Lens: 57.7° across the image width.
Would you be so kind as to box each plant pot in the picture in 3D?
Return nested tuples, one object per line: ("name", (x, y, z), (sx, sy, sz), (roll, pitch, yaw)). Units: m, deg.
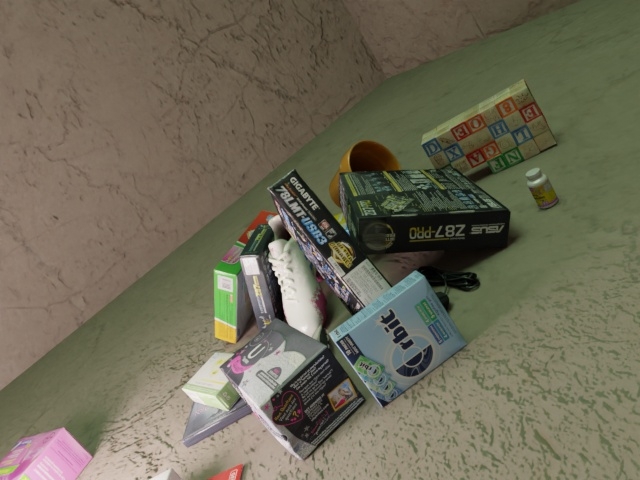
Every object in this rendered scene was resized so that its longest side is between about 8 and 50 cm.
("plant pot", (0.128, -0.190, 1.873), (0.205, 0.205, 0.188), (-48, 8, -36))

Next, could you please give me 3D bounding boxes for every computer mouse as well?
("computer mouse", (0.176, 0.129, 1.170), (0.262, 0.060, 0.184), (-40, 20, -19))

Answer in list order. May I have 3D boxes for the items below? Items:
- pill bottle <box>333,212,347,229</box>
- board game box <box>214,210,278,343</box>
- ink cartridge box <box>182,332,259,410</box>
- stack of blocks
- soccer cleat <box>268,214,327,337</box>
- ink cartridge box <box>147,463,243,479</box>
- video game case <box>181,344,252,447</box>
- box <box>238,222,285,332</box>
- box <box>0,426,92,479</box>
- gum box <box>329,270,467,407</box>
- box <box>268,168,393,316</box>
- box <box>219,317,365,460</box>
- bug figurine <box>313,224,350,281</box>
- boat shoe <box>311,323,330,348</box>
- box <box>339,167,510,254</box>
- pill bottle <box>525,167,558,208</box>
("pill bottle", (0.047, -0.013, 1.657), (0.209, 0.117, 0.117), (-20, 23, 37))
("board game box", (-0.201, 0.096, 1.642), (0.064, 0.242, 0.316), (15, 35, 12))
("ink cartridge box", (-0.191, 0.281, 1.350), (0.171, 0.056, 0.235), (-10, 32, 53))
("stack of blocks", (0.441, -0.269, 1.542), (0.297, 0.171, 0.087), (-26, 20, 25))
("soccer cleat", (-0.074, 0.081, 1.416), (0.116, 0.143, 0.331), (-30, 49, 25))
("ink cartridge box", (-0.275, 0.511, 0.972), (0.261, 0.066, 0.296), (-30, 19, 15))
("video game case", (-0.214, 0.342, 1.359), (0.196, 0.026, 0.274), (-31, 18, 10))
("box", (-0.136, 0.095, 1.517), (0.059, 0.232, 0.183), (-4, 27, 14))
("box", (-0.733, 0.606, 1.435), (0.214, 0.117, 0.243), (-22, 22, 33))
("gum box", (0.134, 0.168, 0.989), (0.184, 0.156, 0.041), (-35, 19, -4))
("box", (0.022, 0.028, 1.157), (0.073, 0.293, 0.295), (-36, -11, -6))
("box", (-0.064, 0.268, 1.099), (0.163, 0.142, 0.247), (-40, 19, -17))
("bug figurine", (0.000, 0.000, 1.560), (0.279, 0.072, 0.216), (16, 85, 45))
("boat shoe", (0.002, 0.223, 1.268), (0.046, 0.038, 0.125), (-60, 6, 11))
("box", (0.217, -0.082, 1.356), (0.319, 0.097, 0.395), (-2, 20, -4))
("pill bottle", (0.468, -0.112, 1.236), (0.043, 0.083, 0.043), (-31, 18, 11))
